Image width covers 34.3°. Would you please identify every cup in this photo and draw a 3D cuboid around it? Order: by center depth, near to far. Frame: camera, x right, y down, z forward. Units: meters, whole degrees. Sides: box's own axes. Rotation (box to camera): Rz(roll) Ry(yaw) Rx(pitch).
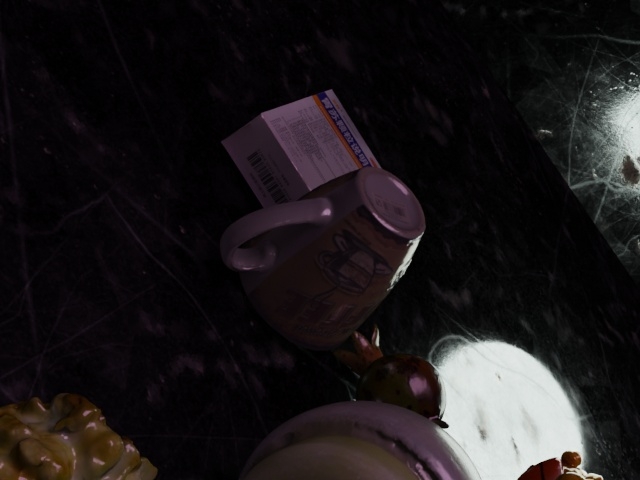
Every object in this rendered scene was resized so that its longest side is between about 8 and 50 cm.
[{"bbox_3d":[0.000,0.000,1.597,0.301,0.257,0.227,14,42,-36],"label":"cup"}]

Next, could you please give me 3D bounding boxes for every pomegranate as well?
[{"bbox_3d":[0.121,0.228,1.686,0.156,0.156,0.220,21,42,-46],"label":"pomegranate"}]

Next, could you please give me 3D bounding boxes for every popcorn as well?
[{"bbox_3d":[-0.269,0.257,1.022,0.221,0.204,0.183,49,47,-46],"label":"popcorn"}]

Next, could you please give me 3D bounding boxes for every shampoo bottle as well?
[{"bbox_3d":[0.053,0.358,1.282,0.317,0.322,0.322,-2,64,-64],"label":"shampoo bottle"}]

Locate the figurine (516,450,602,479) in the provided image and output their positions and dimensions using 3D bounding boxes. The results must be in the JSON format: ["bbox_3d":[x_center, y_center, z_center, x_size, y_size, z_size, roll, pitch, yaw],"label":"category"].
[{"bbox_3d":[0.402,0.509,1.785,0.323,0.196,0.320,-46,139,-53],"label":"figurine"}]

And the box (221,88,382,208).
[{"bbox_3d":[-0.023,-0.145,1.867,0.200,0.106,0.299,58,28,0],"label":"box"}]
